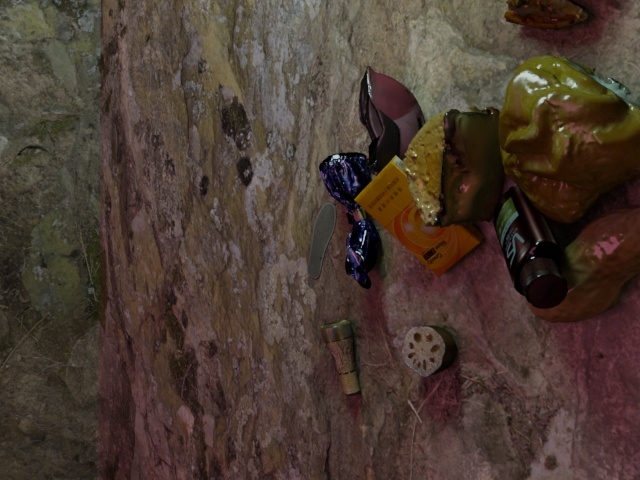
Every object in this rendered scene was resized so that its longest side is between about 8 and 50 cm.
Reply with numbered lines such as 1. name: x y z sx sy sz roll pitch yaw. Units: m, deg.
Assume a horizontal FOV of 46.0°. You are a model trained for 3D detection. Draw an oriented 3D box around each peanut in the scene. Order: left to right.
1. peanut: 0.518 0.047 1.409 0.313 0.149 0.149 -53 56 34

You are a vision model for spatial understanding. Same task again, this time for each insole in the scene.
1. insole: -0.001 0.000 2.087 0.080 0.003 0.232 35 119 41

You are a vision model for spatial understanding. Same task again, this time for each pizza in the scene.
1. pizza: 0.418 -0.458 1.447 0.185 0.176 0.036 20 83 37

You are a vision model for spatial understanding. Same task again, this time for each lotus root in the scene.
1. lotus root: 0.259 0.251 1.762 0.122 0.081 0.112 35 118 41

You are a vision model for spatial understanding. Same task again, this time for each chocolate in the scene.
1. chocolate: 0.094 -0.047 1.902 0.148 0.126 0.343 102 154 -83

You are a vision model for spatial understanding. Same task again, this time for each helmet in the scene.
1. helmet: 0.171 -0.272 1.757 0.198 0.154 0.253 127 146 -85

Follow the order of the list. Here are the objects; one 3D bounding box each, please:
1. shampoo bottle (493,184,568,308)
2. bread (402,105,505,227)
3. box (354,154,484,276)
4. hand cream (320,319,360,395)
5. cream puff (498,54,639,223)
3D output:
1. shampoo bottle: 0.396 0.013 1.438 0.323 0.084 0.129 -83 11 -60
2. bread: 0.293 -0.162 1.602 0.162 0.204 0.262 36 124 54
3. box: 0.220 -0.051 1.706 0.269 0.043 0.152 42 132 -1
4. hand cream: 0.064 0.314 2.002 0.084 0.084 0.203 -17 88 48
5. cream puff: 0.442 -0.178 1.370 0.323 0.274 0.269 47 118 38
